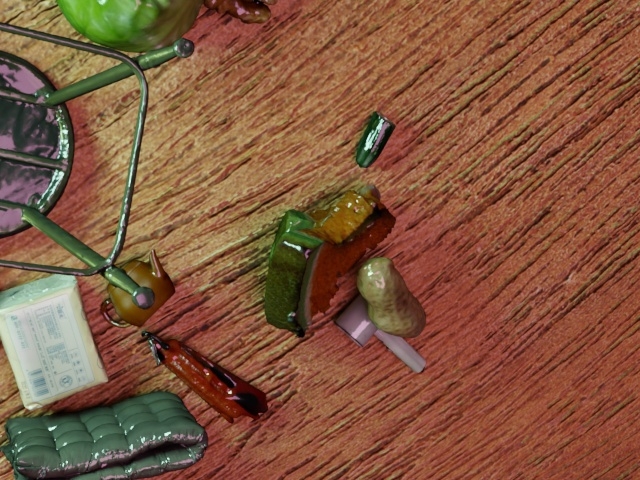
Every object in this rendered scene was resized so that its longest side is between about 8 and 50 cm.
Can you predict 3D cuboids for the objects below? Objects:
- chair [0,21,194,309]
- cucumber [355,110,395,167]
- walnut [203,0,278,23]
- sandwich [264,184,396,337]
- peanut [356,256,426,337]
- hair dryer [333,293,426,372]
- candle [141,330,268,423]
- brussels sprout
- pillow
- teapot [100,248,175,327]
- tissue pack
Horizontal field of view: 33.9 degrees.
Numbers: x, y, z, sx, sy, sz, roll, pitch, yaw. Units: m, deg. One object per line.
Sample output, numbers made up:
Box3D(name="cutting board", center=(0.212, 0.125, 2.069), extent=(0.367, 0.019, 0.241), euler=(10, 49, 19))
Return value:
Box3D(name="chair", center=(-0.446, -0.128, 1.472), extent=(0.365, 0.410, 0.361), euler=(9, 91, -30))
Box3D(name="cucumber", center=(0.098, -0.179, 1.918), extent=(0.048, 0.048, 0.105), euler=(23, 100, -27))
Box3D(name="walnut", center=(-0.140, -0.433, 1.721), extent=(0.170, 0.069, 0.143), euler=(33, 91, -30))
Box3D(name="sandwich", center=(0.000, 0.000, 1.880), extent=(0.301, 0.162, 0.250), euler=(-40, 156, -26))
Box3D(name="peanut", center=(0.129, 0.109, 1.907), extent=(0.099, 0.099, 0.214), euler=(-36, 136, -9))
Box3D(name="hair dryer", center=(0.144, 0.183, 2.045), extent=(0.131, 0.073, 0.236), euler=(-48, 121, -4))
Box3D(name="candle", center=(-0.211, 0.246, 1.918), extent=(0.302, 0.059, 0.084), euler=(43, 75, -30))
Box3D(name="brussels sprout", center=(-0.284, -0.403, 1.598), extent=(0.244, 0.244, 0.244), euler=(-7, 109, -21))
Box3D(name="pillow", center=(-0.370, 0.345, 1.785), extent=(0.326, 0.228, 0.101), euler=(-7, 103, -20))
Box3D(name="teapot", center=(-0.319, 0.084, 1.800), extent=(0.116, 0.116, 0.173), euler=(31, 120, -28))
Box3D(name="tissue pack", center=(-0.456, 0.165, 1.767), extent=(0.148, 0.092, 0.196), euler=(-19, 114, -16))
